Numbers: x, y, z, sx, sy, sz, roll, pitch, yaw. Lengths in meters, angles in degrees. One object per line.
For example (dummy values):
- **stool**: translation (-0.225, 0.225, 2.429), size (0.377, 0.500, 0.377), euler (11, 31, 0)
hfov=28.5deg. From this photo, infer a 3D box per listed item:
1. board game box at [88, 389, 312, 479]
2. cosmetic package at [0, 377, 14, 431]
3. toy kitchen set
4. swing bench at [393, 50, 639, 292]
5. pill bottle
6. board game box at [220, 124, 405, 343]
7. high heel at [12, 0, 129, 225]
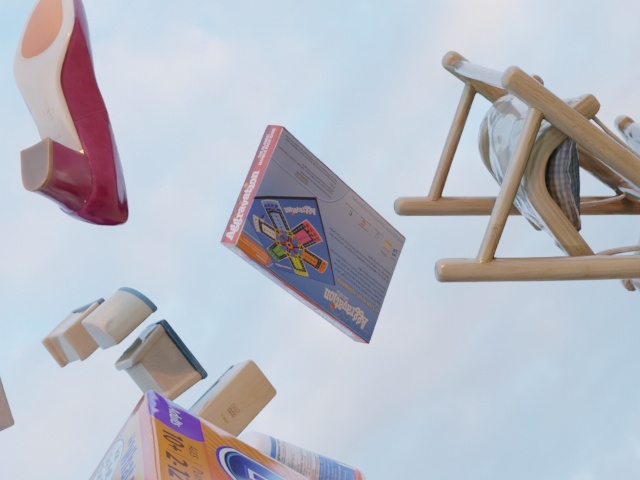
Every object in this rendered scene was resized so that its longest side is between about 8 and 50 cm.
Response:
- **board game box**: translation (-0.054, 0.379, 0.851), size (0.356, 0.356, 0.356), euler (32, -87, -13)
- **cosmetic package**: translation (-0.354, 0.075, 1.077), size (0.117, 0.085, 0.231), euler (-23, -61, -27)
- **toy kitchen set**: translation (-0.187, 0.145, 1.441), size (0.122, 0.166, 0.207), euler (-44, -77, -36)
- **swing bench**: translation (0.216, -0.036, 1.033), size (0.254, 0.253, 0.165), euler (17, -80, -8)
- **pill bottle**: translation (-0.062, 0.319, 1.619), size (0.221, 0.124, 0.124), euler (22, -75, -14)
- **board game box**: translation (0.000, 0.000, 1.438), size (0.281, 0.027, 0.145), euler (40, -116, -47)
- **high heel**: translation (-0.230, -0.134, 1.223), size (0.082, 0.244, 0.117), euler (-23, -31, 27)
